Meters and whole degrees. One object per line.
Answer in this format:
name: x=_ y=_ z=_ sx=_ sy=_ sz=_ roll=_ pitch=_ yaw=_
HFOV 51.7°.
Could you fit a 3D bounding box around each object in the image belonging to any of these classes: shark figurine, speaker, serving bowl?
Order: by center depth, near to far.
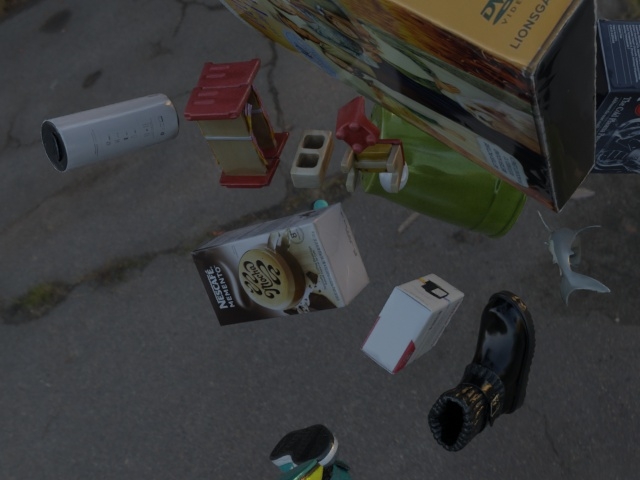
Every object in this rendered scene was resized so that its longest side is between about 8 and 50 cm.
speaker: x=-0.221 y=-0.116 z=0.701 sx=0.055 sy=0.055 sz=0.136 roll=25 pitch=38 yaw=37
shark figurine: x=0.525 y=0.011 z=1.356 sx=0.116 sy=0.166 sz=0.278 roll=-24 pitch=6 yaw=23
serving bowl: x=0.161 y=-0.142 z=1.404 sx=0.027 sy=0.083 sz=0.083 roll=7 pitch=59 yaw=45

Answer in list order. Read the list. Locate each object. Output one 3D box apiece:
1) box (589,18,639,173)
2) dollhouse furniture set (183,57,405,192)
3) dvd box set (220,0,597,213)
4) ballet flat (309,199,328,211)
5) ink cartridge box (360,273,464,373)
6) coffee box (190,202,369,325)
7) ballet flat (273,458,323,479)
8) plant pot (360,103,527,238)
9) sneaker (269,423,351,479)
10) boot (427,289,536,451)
box: x=0.702 y=-0.295 z=1.420 sx=0.313 sy=0.343 sz=0.178 roll=0 pitch=69 yaw=2
dollhouse furniture set: x=-0.037 y=-0.213 z=1.225 sx=0.374 sy=0.201 sz=0.152 roll=3 pitch=53 yaw=17
dvd box set: x=0.023 y=-0.188 z=0.543 sx=0.420 sy=0.308 sz=0.062 roll=37 pitch=94 yaw=24
ballet flat: x=0.000 y=0.000 z=2.221 sx=0.095 sy=0.096 sz=0.280 roll=10 pitch=63 yaw=-21
ink cartridge box: x=0.157 y=0.134 z=1.105 sx=0.072 sy=0.175 sz=0.127 roll=35 pitch=109 yaw=22
coffee box: x=-0.080 y=0.051 z=1.262 sx=0.297 sy=0.168 sz=0.119 roll=-13 pitch=14 yaw=33
ballet flat: x=-0.069 y=0.327 z=0.745 sx=0.077 sy=0.231 sz=0.077 roll=-33 pitch=77 yaw=36
plant pot: x=0.292 y=-0.210 z=1.642 sx=0.353 sy=0.366 sz=0.366 roll=8 pitch=54 yaw=-6
sneaker: x=0.007 y=0.522 z=1.495 sx=0.124 sy=0.178 sz=0.295 roll=-51 pitch=7 yaw=-27
boot: x=0.379 y=0.311 z=1.564 sx=0.260 sy=0.347 sz=0.131 roll=-16 pitch=20 yaw=-34
